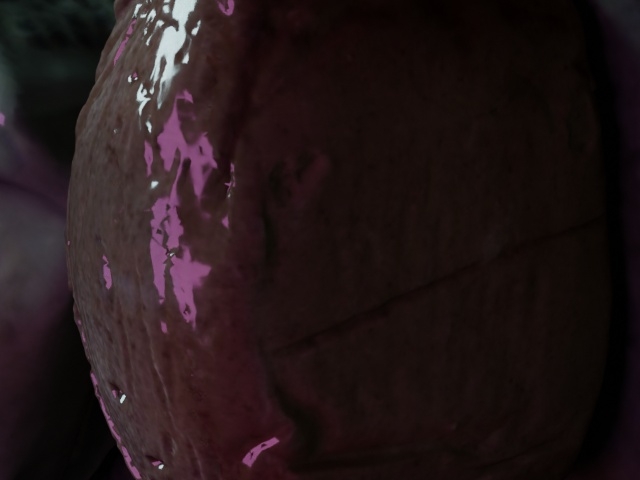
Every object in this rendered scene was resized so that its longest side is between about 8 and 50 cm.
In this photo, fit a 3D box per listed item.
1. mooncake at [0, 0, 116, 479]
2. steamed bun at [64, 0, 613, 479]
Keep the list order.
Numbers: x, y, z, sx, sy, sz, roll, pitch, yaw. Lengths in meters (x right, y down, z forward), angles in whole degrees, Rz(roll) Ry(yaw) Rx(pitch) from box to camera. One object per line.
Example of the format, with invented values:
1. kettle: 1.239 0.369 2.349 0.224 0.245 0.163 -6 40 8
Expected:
1. mooncake: -0.173 -0.027 0.766 0.254 0.136 0.250 49 134 32
2. steamed bun: 0.000 0.000 0.526 0.106 0.144 0.175 17 111 52
